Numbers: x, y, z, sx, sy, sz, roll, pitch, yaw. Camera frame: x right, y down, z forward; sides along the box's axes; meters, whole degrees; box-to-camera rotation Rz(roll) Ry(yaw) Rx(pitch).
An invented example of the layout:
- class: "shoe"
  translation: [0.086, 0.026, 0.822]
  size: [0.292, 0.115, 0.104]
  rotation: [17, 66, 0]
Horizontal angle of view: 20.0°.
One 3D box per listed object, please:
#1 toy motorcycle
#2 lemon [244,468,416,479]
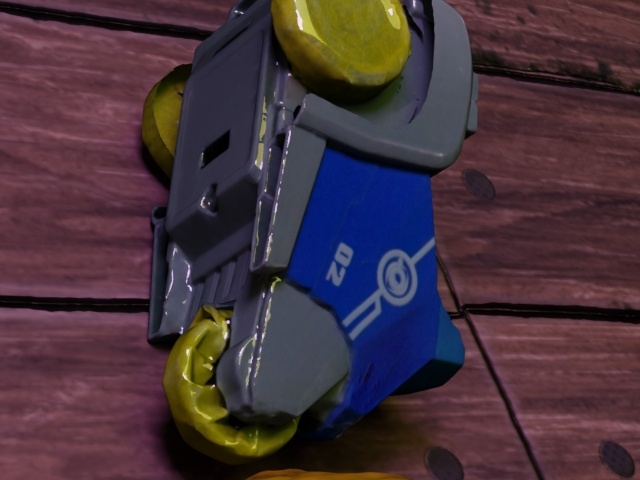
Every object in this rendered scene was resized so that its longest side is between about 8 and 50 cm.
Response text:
- class: "toy motorcycle"
  translation: [0.000, 0.000, 1.152]
  size: [0.200, 0.191, 0.326]
  rotation: [21, 57, -29]
- class: "lemon"
  translation: [0.009, 0.278, 0.737]
  size: [0.350, 0.350, 0.387]
  rotation: [27, 30, -17]
